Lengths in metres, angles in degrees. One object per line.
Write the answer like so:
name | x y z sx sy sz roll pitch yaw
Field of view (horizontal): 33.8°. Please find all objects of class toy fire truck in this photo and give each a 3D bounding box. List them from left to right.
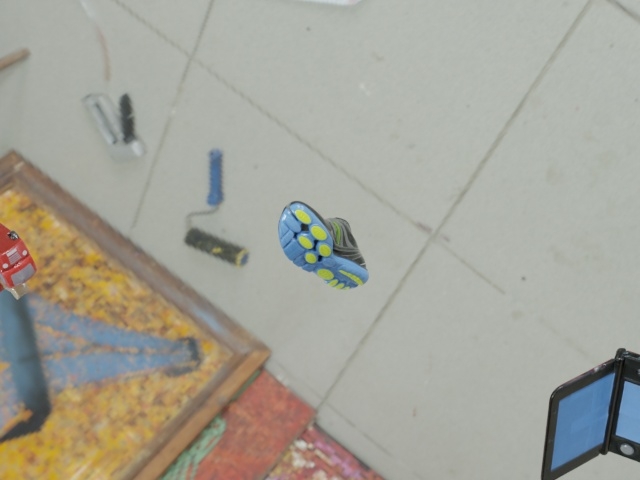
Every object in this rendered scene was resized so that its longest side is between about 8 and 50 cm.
toy fire truck | -0.414 0.031 1.368 0.192 0.047 0.135 26 146 46

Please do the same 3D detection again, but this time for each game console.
game console | 0.286 0.183 1.003 0.124 0.085 0.144 18 136 24

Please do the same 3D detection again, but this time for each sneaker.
sneaker | 0.000 0.000 1.361 0.067 0.078 0.188 -24 144 20
